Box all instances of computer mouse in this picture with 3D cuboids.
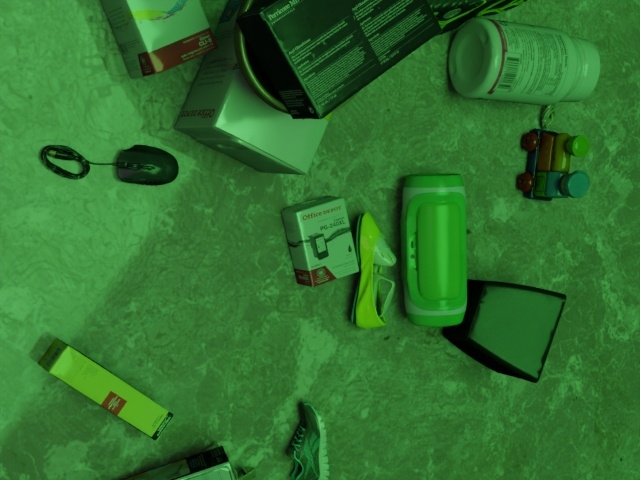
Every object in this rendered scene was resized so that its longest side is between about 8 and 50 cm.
[{"bbox_3d":[-0.357,-0.133,1.769,0.242,0.041,0.071,2,94,-27],"label":"computer mouse"}]

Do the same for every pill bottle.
[{"bbox_3d":[0.418,-0.358,2.094,0.283,0.160,0.160,1,94,-28],"label":"pill bottle"}]

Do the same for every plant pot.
[{"bbox_3d":[0.362,0.168,2.108,0.167,0.187,0.188,21,84,-15],"label":"plant pot"},{"bbox_3d":[-0.040,-0.317,1.658,0.237,0.110,0.237,-2,95,-27],"label":"plant pot"}]

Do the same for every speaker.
[{"bbox_3d":[0.227,0.017,2.045,0.131,0.131,0.296,-4,97,-28],"label":"speaker"}]

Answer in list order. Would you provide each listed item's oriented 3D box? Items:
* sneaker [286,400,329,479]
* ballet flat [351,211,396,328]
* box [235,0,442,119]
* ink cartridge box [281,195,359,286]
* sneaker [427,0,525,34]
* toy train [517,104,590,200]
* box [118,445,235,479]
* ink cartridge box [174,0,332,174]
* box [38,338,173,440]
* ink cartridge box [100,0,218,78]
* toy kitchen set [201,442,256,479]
[{"bbox_3d":[-0.029,0.395,1.978,0.076,0.065,0.166,-10,97,-23],"label":"sneaker"},{"bbox_3d":[0.109,0.061,2.007,0.077,0.077,0.231,-9,104,-67],"label":"ballet flat"},{"bbox_3d":[0.031,-0.332,1.575,0.261,0.103,0.184,-38,113,-20],"label":"box"},{"bbox_3d":[0.000,0.000,1.957,0.109,0.063,0.150,-18,103,-26],"label":"ink cartridge box"},{"bbox_3d":[0.266,-0.509,2.034,0.385,0.145,0.147,-21,83,-28],"label":"sneaker"},{"bbox_3d":[0.507,-0.206,2.163,0.105,0.143,0.248,5,92,-29],"label":"toy train"},{"bbox_3d":[-0.280,0.492,1.798,0.290,0.087,0.169,-16,102,-11],"label":"box"},{"bbox_3d":[-0.094,-0.276,1.807,0.197,0.198,0.270,26,83,-28],"label":"ink cartridge box"},{"bbox_3d":[-0.368,0.257,1.771,0.232,0.087,0.058,40,76,-26],"label":"box"},{"bbox_3d":[-0.280,-0.381,1.738,0.127,0.128,0.176,-28,107,-23],"label":"ink cartridge box"},{"bbox_3d":[-0.170,0.424,1.922,0.068,0.075,0.083,-30,147,-20],"label":"toy kitchen set"}]
